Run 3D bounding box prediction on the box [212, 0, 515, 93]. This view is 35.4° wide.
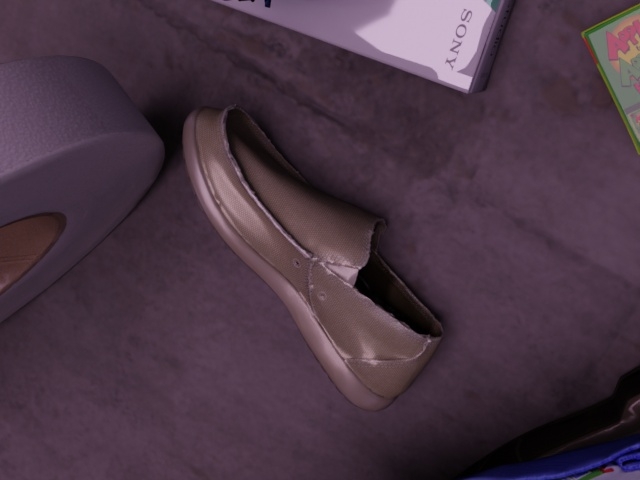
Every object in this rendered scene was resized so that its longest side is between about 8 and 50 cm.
[{"bbox_3d":[0.004,-0.266,0.718,0.322,0.058,0.232,22,108,14],"label":"box"}]

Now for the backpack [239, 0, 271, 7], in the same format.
[{"bbox_3d":[-0.029,-0.200,0.650,0.101,0.120,0.097,8,102,9],"label":"backpack"}]

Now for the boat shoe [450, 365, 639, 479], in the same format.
[{"bbox_3d":[0.192,0.177,0.708,0.307,0.111,0.104,-35,86,23],"label":"boat shoe"}]

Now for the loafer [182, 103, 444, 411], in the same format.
[{"bbox_3d":[0.000,0.000,0.756,0.092,0.102,0.268,-34,97,21],"label":"loafer"}]

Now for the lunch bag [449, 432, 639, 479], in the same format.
[{"bbox_3d":[0.143,0.328,0.594,0.328,0.239,0.385,-23,75,32],"label":"lunch bag"}]

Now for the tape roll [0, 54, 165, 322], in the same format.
[{"bbox_3d":[-0.286,0.019,0.703,0.392,0.392,0.072,-38,86,23],"label":"tape roll"}]

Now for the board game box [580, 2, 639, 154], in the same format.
[{"bbox_3d":[0.275,-0.137,0.651,0.181,0.043,0.092,-25,91,22],"label":"board game box"}]
